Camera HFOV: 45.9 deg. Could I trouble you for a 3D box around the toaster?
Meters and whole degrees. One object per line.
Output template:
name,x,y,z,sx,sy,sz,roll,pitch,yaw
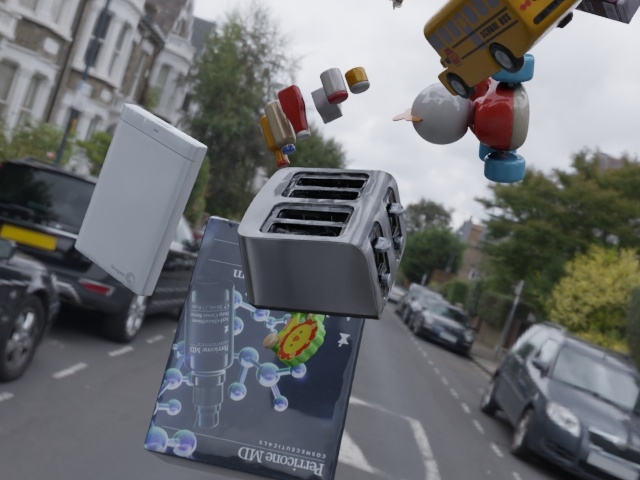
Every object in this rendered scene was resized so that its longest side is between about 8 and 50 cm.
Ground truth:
toaster,0.000,0.000,0.874,0.186,0.110,0.168,4,33,17

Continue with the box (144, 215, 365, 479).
box,-0.088,0.198,1.274,0.293,0.395,0.212,11,-21,3

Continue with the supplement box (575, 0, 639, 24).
supplement box,0.544,-0.538,1.533,0.239,0.130,0.073,33,1,37

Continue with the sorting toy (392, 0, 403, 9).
sorting toy,0.165,-0.523,1.589,0.045,0.075,0.083,19,-45,-7

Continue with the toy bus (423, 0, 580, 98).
toy bus,0.236,-0.297,1.036,0.130,0.108,0.333,47,-6,-6

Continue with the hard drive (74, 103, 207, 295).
hard drive,-0.397,-0.089,1.645,0.233,0.353,0.047,31,17,26

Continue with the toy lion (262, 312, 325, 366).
toy lion,-0.026,0.124,1.015,0.034,0.100,0.096,48,-29,-25

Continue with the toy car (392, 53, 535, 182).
toy car,0.250,-0.236,1.370,0.238,0.219,0.210,2,24,6

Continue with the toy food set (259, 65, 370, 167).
toy food set,-0.013,-0.226,1.381,0.232,0.104,0.111,-22,-11,20
